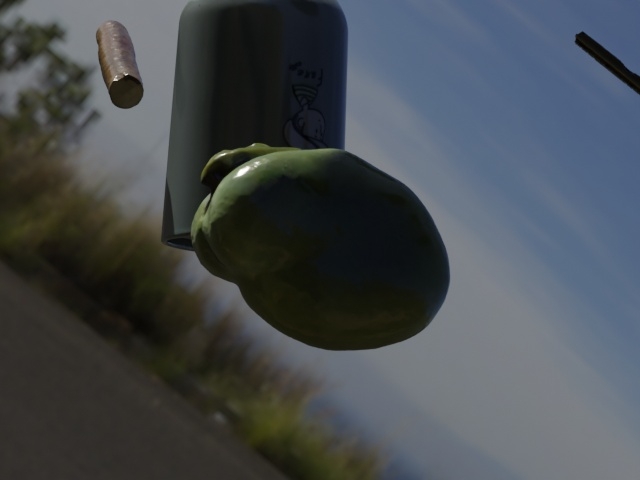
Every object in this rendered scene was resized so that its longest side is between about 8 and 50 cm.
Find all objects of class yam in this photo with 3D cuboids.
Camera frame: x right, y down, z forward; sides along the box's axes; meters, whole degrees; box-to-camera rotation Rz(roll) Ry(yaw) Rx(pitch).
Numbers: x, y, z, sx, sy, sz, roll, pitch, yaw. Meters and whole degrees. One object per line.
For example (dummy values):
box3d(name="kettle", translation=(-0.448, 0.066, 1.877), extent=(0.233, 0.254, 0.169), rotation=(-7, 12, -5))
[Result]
box3d(name="yam", translation=(-0.243, -0.216, 2.208), extent=(0.046, 0.046, 0.264), rotation=(41, 9, -23))

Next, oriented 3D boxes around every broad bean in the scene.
box3d(name="broad bean", translation=(0.000, 0.000, 1.534), extent=(0.228, 0.169, 0.100), rotation=(39, -22, -9))

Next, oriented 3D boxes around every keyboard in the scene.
box3d(name="keyboard", translation=(0.312, -0.169, 1.893), extent=(0.129, 0.015, 0.049), rotation=(39, 3, 5))

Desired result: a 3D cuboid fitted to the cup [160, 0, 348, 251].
box3d(name="cup", translation=(-0.072, -0.139, 2.104), extent=(0.206, 0.312, 0.205), rotation=(3, -6, 0))
